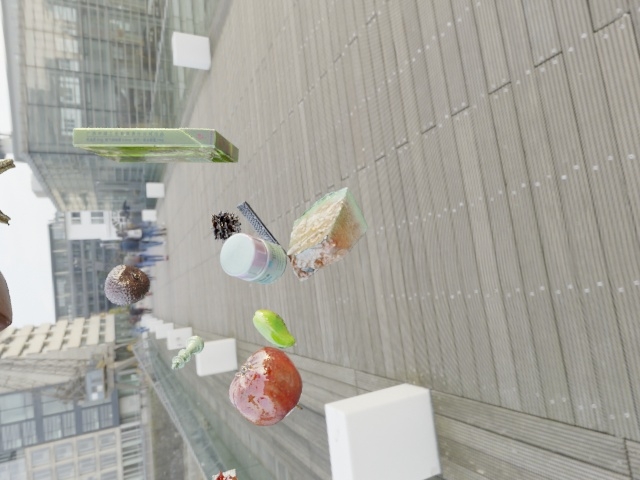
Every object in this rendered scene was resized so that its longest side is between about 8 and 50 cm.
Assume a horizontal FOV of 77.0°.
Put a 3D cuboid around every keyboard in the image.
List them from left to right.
[{"bbox_3d":[-0.214,-0.038,1.469,0.250,0.017,0.087,54,151,-17],"label":"keyboard"}]

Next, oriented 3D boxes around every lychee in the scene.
[{"bbox_3d":[-0.871,0.207,1.815,0.194,0.194,0.194,12,103,62],"label":"lychee"}]

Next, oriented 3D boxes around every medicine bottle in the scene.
[{"bbox_3d":[-0.195,0.055,1.184,0.135,0.168,0.135,-7,73,25],"label":"medicine bottle"}]

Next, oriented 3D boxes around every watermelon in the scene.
[{"bbox_3d":[0.011,0.005,1.269,0.264,0.151,0.302,-33,25,33],"label":"watermelon"}]

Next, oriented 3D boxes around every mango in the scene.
[{"bbox_3d":[-0.212,0.408,1.862,0.233,0.125,0.111,35,142,8],"label":"mango"}]

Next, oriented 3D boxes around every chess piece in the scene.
[{"bbox_3d":[-0.412,0.350,1.226,0.149,0.059,0.059,-55,-28,-71],"label":"chess piece"}]

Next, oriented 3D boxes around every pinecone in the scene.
[{"bbox_3d":[-0.382,-0.058,1.623,0.140,0.121,0.140,169,90,-75],"label":"pinecone"}]

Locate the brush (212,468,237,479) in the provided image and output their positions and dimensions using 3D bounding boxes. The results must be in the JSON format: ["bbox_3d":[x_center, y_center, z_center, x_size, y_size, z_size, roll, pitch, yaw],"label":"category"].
[{"bbox_3d":[-0.284,0.880,1.228,0.017,0.090,0.314,58,-168,-51],"label":"brush"}]

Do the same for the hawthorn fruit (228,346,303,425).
[{"bbox_3d":[-0.191,0.602,1.620,0.287,0.330,0.287,-41,21,19],"label":"hawthorn fruit"}]

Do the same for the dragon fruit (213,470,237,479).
[{"bbox_3d":[-0.256,0.712,1.097,0.133,0.208,0.150,128,140,-60],"label":"dragon fruit"}]

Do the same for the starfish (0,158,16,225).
[{"bbox_3d":[-1.317,-0.125,1.511,0.432,0.082,0.324,-56,-2,24],"label":"starfish"}]

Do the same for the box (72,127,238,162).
[{"bbox_3d":[-0.362,-0.214,0.921,0.173,0.311,0.043,5,-94,-85],"label":"box"}]

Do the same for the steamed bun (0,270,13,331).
[{"bbox_3d":[-1.256,0.184,1.385,0.379,0.235,0.248,42,160,37],"label":"steamed bun"}]
